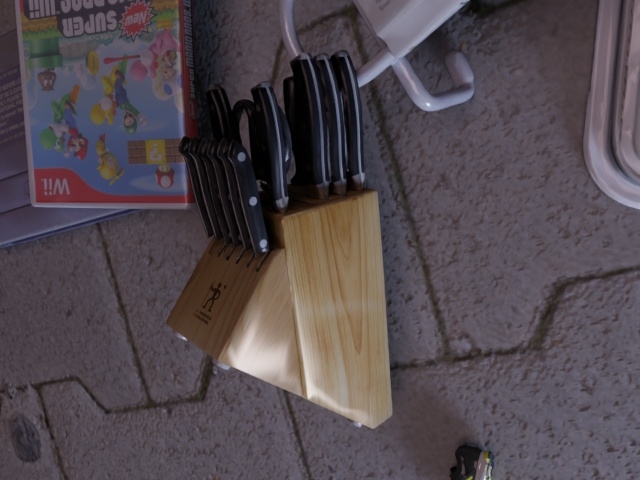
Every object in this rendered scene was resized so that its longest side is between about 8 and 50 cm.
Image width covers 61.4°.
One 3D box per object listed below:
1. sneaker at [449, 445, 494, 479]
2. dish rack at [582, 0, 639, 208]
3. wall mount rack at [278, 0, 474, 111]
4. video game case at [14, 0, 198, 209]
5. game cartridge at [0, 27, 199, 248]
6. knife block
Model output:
[{"bbox_3d":[0.134,0.225,0.493,0.035,0.031,0.083,16,99,34],"label":"sneaker"},{"bbox_3d":[0.333,-0.177,0.333,0.286,0.072,0.332,5,98,23],"label":"dish rack"},{"bbox_3d":[0.089,-0.272,0.360,0.350,0.130,0.304,-30,88,46],"label":"wall mount rack"},{"bbox_3d":[-0.212,-0.174,0.525,0.204,0.025,0.285,2,98,22],"label":"video game case"},{"bbox_3d":[-0.301,-0.126,0.613,0.355,0.068,0.230,-11,88,23],"label":"game cartridge"},{"bbox_3d":[0.000,0.000,0.445,0.088,0.276,0.242,17,74,49],"label":"knife block"}]
